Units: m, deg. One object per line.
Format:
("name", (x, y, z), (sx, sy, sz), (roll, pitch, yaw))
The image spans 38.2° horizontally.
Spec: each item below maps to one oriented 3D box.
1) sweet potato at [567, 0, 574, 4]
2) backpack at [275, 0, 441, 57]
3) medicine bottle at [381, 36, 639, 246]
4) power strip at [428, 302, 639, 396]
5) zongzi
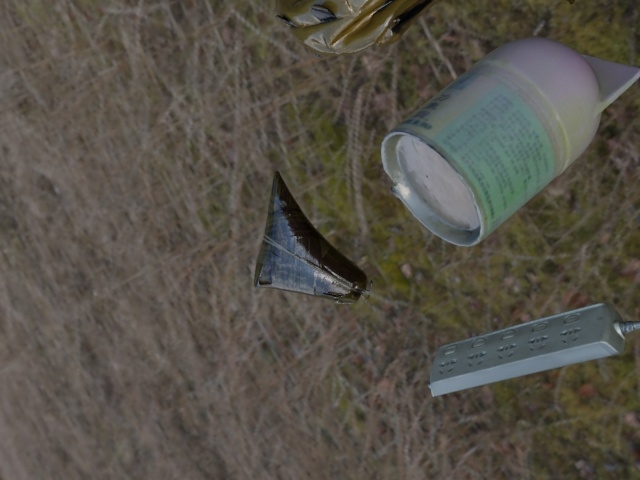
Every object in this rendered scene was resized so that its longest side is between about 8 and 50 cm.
("sweet potato", (0.357, -0.455, 1.560), (0.274, 0.067, 0.067), (-125, 19, -52))
("backpack", (0.096, -0.493, 1.718), (0.353, 0.378, 0.201), (10, 140, 56))
("medicine bottle", (0.322, -0.198, 1.547), (0.235, 0.406, 0.236), (44, 160, 20))
("power strip", (0.220, 0.115, 0.973), (0.252, 0.060, 0.027), (-20, 118, 30))
("zongzi", (0.000, 0.000, 1.427), (0.084, 0.187, 0.184), (-60, -19, -78))
